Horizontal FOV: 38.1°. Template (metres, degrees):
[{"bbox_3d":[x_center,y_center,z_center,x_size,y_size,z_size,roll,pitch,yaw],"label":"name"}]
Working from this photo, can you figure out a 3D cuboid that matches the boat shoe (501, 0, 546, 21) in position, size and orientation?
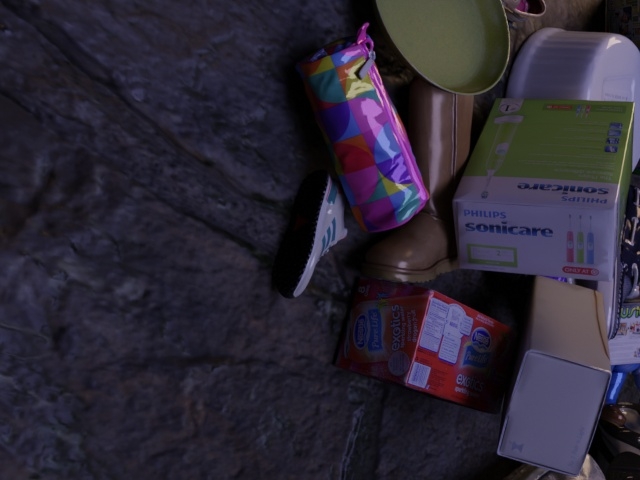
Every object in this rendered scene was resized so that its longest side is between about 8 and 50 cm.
[{"bbox_3d":[0.281,-0.373,1.379,0.170,0.059,0.063,11,88,-49],"label":"boat shoe"}]

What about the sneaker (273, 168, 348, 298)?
[{"bbox_3d":[0.000,0.000,1.120,0.075,0.057,0.161,28,72,-42],"label":"sneaker"}]

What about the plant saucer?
[{"bbox_3d":[0.150,-0.296,1.208,0.241,0.037,0.241,14,67,-34],"label":"plant saucer"}]

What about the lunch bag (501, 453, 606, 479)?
[{"bbox_3d":[0.344,0.484,1.473,0.305,0.213,0.256,-15,104,-50],"label":"lunch bag"}]

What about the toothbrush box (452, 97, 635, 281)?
[{"bbox_3d":[0.320,-0.081,1.296,0.283,0.206,0.122,-60,147,-49],"label":"toothbrush box"}]

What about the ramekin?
[{"bbox_3d":[0.428,-0.210,1.515,0.277,0.135,0.277,-10,103,-48],"label":"ramekin"}]

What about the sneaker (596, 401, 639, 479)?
[{"bbox_3d":[0.589,0.504,1.691,0.447,0.169,0.257,-59,150,-70],"label":"sneaker"}]

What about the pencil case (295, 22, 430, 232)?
[{"bbox_3d":[0.052,-0.128,1.094,0.104,0.104,0.236,-37,111,-39],"label":"pencil case"}]

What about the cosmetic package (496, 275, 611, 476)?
[{"bbox_3d":[0.329,0.177,1.306,0.309,0.113,0.160,-51,155,-68],"label":"cosmetic package"}]

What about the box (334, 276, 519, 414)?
[{"bbox_3d":[0.152,0.147,1.267,0.257,0.123,0.128,25,78,-48],"label":"box"}]

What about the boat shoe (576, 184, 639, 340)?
[{"bbox_3d":[0.526,0.038,1.568,0.127,0.158,0.340,99,4,-56],"label":"boat shoe"}]

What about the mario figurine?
[{"bbox_3d":[0.592,0.185,1.733,0.320,0.170,0.198,-63,163,-12],"label":"mario figurine"}]

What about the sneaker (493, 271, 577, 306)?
[{"bbox_3d":[0.338,0.056,1.494,0.146,0.102,0.293,-15,116,-27],"label":"sneaker"}]

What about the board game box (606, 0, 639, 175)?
[{"bbox_3d":[0.564,-0.274,1.616,0.046,0.213,0.317,-4,101,-8],"label":"board game box"}]

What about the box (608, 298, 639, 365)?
[{"bbox_3d":[0.559,0.161,1.650,0.207,0.036,0.114,0,97,-23],"label":"box"}]

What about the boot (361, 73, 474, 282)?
[{"bbox_3d":[0.132,-0.088,1.241,0.236,0.089,0.269,-12,107,-60],"label":"boot"}]
